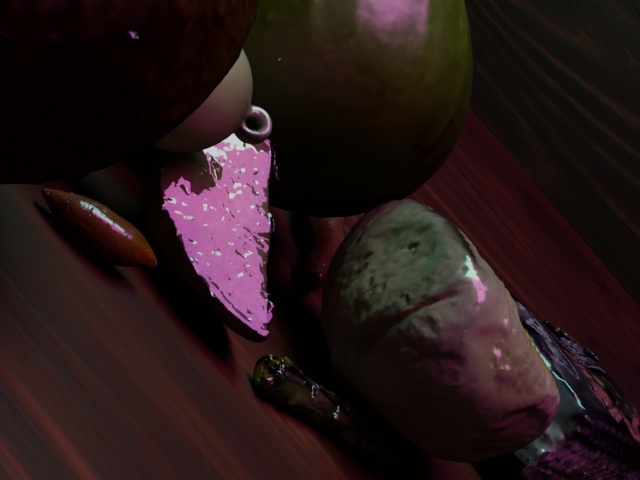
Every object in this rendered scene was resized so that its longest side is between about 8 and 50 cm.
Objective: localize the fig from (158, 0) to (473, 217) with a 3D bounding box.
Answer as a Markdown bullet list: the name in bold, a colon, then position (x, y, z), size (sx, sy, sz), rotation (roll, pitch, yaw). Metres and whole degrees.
- **fig**: position (-0.006, -0.182, 1.206), size (0.316, 0.316, 0.316), rotation (45, 15, -16)

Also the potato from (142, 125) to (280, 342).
- **potato**: position (-0.093, 0.000, 1.053), size (0.101, 0.089, 0.172), rotation (13, 62, -30)

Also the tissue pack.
- **tissue pack**: position (0.224, 0.158, 1.460), size (0.245, 0.123, 0.332), rotation (52, 11, 32)

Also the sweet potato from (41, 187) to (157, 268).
- **sweet potato**: position (-0.149, -0.006, 0.956), size (0.095, 0.034, 0.034), rotation (33, 20, -20)

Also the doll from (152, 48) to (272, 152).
- **doll**: position (-0.167, -0.148, 1.002), size (0.296, 0.117, 0.141), rotation (35, 55, -13)

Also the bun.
- **bun**: position (0.080, 0.079, 1.152), size (0.244, 0.153, 0.244), rotation (59, -5, 9)

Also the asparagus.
- **asparagus**: position (0.011, 0.133, 1.072), size (0.165, 0.030, 0.036), rotation (38, 9, -35)

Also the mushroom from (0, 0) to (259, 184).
- **mushroom**: position (-0.171, -0.212, 0.777), size (0.331, 0.356, 0.334), rotation (26, 15, -43)

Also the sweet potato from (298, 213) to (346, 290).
- **sweet potato**: position (0.000, 0.001, 1.343), size (0.050, 0.050, 0.214), rotation (44, 22, -20)
